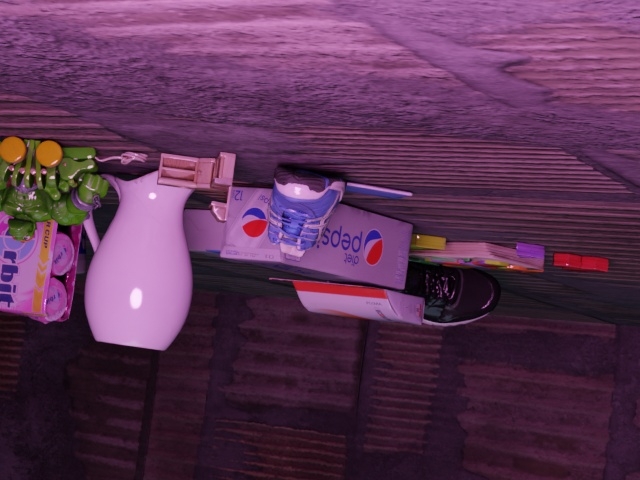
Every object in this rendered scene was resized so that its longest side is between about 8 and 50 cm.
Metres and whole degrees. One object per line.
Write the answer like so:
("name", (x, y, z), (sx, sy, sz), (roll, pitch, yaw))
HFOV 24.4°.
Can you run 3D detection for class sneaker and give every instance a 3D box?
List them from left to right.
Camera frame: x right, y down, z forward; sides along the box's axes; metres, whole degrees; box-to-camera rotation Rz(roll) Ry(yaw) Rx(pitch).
("sneaker", (-0.018, -0.031, 1.606), (0.080, 0.081, 0.211), (13, 173, 4))
("sneaker", (0.150, 0.074, 2.364), (0.283, 0.107, 0.124), (7, 172, 0))

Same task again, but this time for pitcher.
("pitcher", (-0.229, 0.021, 1.764), (0.178, 0.207, 0.125), (4, 173, 40))

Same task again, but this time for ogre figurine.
("ogre figurine", (-0.338, -0.059, 1.704), (0.197, 0.096, 0.118), (-8, 157, -3))

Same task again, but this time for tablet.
("tablet", (0.056, -0.057, 1.662), (0.083, 0.006, 0.054), (9, 174, -17))

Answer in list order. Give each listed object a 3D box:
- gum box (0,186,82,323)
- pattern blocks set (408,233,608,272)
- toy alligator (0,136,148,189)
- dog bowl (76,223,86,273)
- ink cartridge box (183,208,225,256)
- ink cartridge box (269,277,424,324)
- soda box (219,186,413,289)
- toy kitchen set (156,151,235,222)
("gum box", (-0.369, 0.009, 1.890), (0.107, 0.188, 0.062), (5, 174, 23))
("pattern blocks set", (0.226, 0.024, 2.174), (0.285, 0.026, 0.325), (10, 174, -33))
("toy alligator", (-0.284, -0.078, 1.603), (0.190, 0.051, 0.056), (7, 175, 1))
("dog bowl", (-0.472, -0.003, 2.143), (0.265, 0.104, 0.265), (0, 180, 0))
("ink cartridge box", (-0.109, -0.001, 2.132), (0.104, 0.060, 0.180), (3, 173, 29))
("ink cartridge box", (0.036, 0.081, 1.953), (0.145, 0.045, 0.179), (4, 177, 31))
("soda box", (0.000, 0.000, 1.856), (0.098, 0.091, 0.286), (4, 174, 34))
("toy kitchen set", (-0.132, -0.057, 1.558), (0.075, 0.068, 0.083), (8, 174, -10))
